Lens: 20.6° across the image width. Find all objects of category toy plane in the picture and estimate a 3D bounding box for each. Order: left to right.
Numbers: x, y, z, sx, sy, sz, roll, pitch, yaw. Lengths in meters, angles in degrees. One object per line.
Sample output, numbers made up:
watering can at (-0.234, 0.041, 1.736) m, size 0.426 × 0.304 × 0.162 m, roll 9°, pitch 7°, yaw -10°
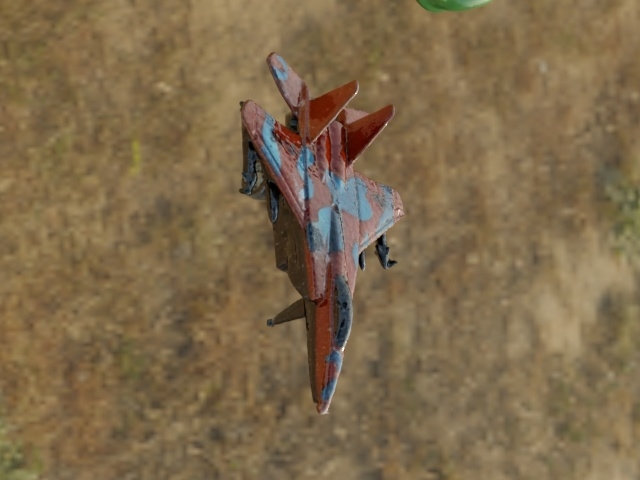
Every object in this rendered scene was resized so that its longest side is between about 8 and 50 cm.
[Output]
toy plane at (-0.003, 0.001, 0.895) m, size 0.130 × 0.061 × 0.189 m, roll 31°, pitch 58°, yaw -43°

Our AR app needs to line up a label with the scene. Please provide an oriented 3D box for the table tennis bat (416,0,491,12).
table tennis bat at (0.067, -0.214, 0.708) m, size 0.160 × 0.039 × 0.257 m, roll -10°, pitch 121°, yaw -23°
